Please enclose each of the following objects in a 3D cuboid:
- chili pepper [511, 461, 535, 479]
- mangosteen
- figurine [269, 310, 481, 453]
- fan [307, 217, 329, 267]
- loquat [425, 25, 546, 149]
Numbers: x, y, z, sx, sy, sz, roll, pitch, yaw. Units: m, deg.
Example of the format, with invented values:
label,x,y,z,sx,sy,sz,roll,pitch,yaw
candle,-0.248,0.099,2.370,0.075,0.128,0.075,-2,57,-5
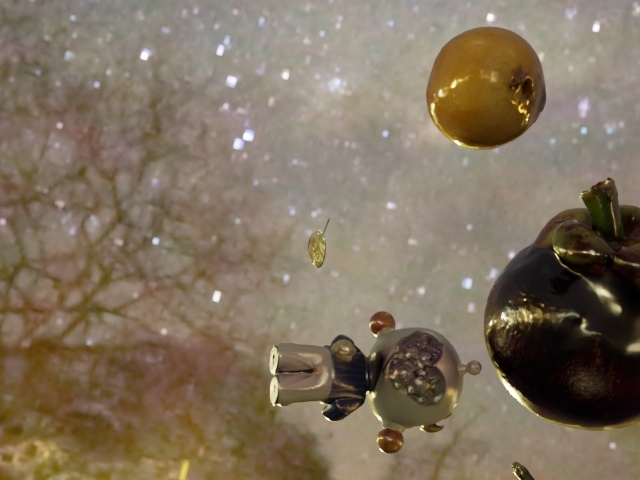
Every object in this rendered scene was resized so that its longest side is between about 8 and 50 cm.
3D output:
label,x,y,z,sx,sy,sz,roll,pitch,yaw
chili pepper,0.274,0.337,1.239,0.131,0.134,0.338,-20,14,14
mangosteen,0.379,0.106,1.661,0.297,0.297,0.313,22,-39,-22
figurine,0.069,0.177,1.713,0.274,0.194,0.133,23,-26,-4
fan,0.000,0.009,1.896,0.003,0.060,0.080,4,-27,-27
loquat,0.199,-0.184,1.495,0.137,0.163,0.163,4,-11,-30
